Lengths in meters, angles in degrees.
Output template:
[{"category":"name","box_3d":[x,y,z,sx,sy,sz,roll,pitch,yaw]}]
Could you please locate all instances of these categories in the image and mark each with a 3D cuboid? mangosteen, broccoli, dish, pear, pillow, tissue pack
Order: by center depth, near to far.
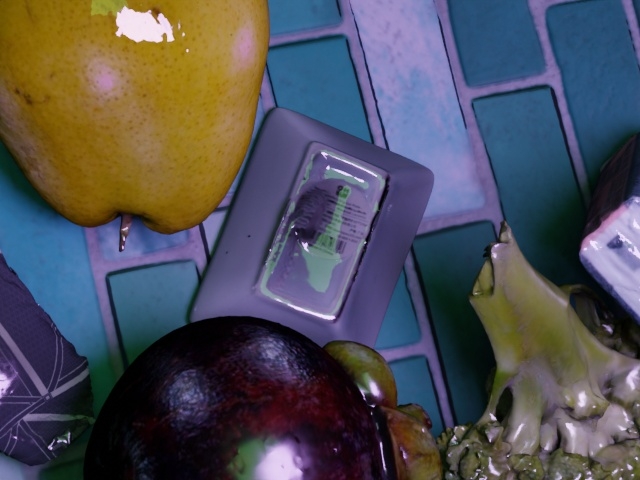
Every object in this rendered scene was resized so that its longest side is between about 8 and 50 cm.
[{"category":"mangosteen","box_3d":[-0.054,0.213,1.447,0.300,0.300,0.300,2,78,-11]},{"category":"pear","box_3d":[-0.178,-0.173,1.504,0.285,0.285,0.336,-25,86,-15]},{"category":"pillow","box_3d":[-0.334,0.059,1.516,0.161,0.092,0.335,-32,87,-19]},{"category":"broccoli","box_3d":[0.195,0.148,1.546,0.302,0.186,0.254,26,85,-23]},{"category":"tissue pack","box_3d":[0.348,0.024,1.555,0.228,0.315,0.103,45,110,-2]},{"category":"dish","box_3d":[0.000,0.000,1.602,0.182,0.080,0.243,22,74,-6]}]
